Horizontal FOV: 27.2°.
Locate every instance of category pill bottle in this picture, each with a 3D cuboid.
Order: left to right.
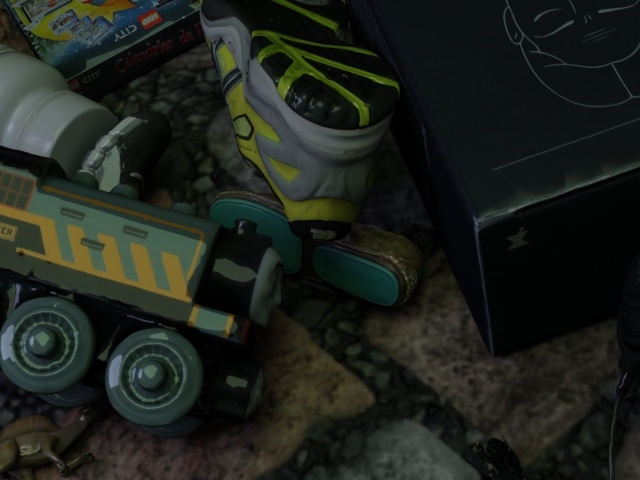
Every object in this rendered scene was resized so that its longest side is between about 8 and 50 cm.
[{"bbox_3d":[-0.311,-0.120,1.260,0.229,0.131,0.131,25,66,24],"label":"pill bottle"}]

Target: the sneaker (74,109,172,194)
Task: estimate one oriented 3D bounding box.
[{"bbox_3d":[-0.179,-0.001,1.195,0.132,0.086,0.229,33,79,23],"label":"sneaker"}]

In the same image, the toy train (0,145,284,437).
[{"bbox_3d":[-0.194,0.039,1.074,0.334,0.142,0.190,15,78,6],"label":"toy train"}]

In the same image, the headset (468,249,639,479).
[{"bbox_3d":[0.295,0.087,0.972,0.394,0.185,0.243,-35,99,-3],"label":"headset"}]

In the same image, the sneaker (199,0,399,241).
[{"bbox_3d":[-0.039,-0.135,1.184,0.145,0.147,0.385,4,27,-12],"label":"sneaker"}]

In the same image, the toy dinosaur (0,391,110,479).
[{"bbox_3d":[-0.257,0.184,1.112,0.183,0.053,0.092,-15,41,-7],"label":"toy dinosaur"}]

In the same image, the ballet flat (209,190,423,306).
[{"bbox_3d":[0.000,0.000,1.169,0.206,0.073,0.067,25,39,22],"label":"ballet flat"}]

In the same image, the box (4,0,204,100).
[{"bbox_3d":[-0.195,-0.250,1.372,0.233,0.044,0.159,-30,57,-8],"label":"box"}]

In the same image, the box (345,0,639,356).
[{"bbox_3d":[0.206,-0.153,1.127,0.293,0.212,0.395,-19,55,-1],"label":"box"}]
